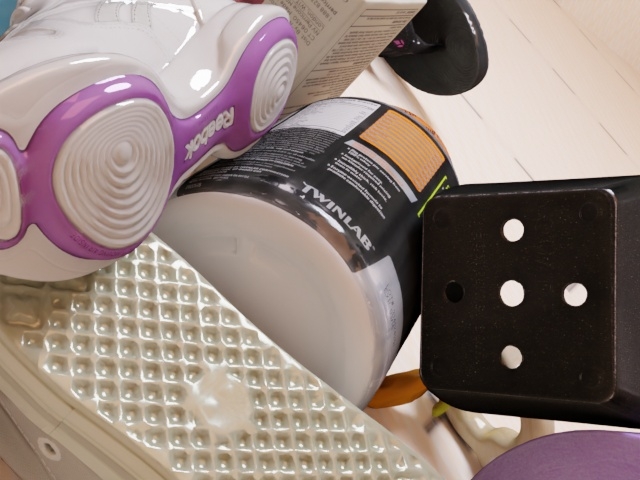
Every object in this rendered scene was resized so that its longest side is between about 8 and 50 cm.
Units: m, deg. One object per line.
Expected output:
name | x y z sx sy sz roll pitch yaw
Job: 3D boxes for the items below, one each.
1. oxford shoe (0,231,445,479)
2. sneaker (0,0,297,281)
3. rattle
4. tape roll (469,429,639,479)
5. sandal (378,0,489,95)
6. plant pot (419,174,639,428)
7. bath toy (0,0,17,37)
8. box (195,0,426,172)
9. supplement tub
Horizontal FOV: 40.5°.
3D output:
oxford shoe | -0.038 0.162 0.483 0.449 0.130 0.169 45 44 4
sneaker | -0.131 -0.074 0.469 0.152 0.114 0.305 20 28 15
rattle | 0.138 0.190 0.752 0.142 0.130 0.200 -25 100 -48
tape roll | 0.190 0.256 0.525 0.090 0.275 0.275 14 43 -43
sandal | 0.066 -0.365 1.280 0.107 0.167 0.446 -26 66 -33
plant pot | 0.163 0.038 0.601 0.167 0.187 0.188 11 81 -56
bath toy | -0.199 -0.195 0.728 0.348 0.151 0.129 -82 160 -58
box | -0.041 -0.182 0.802 0.127 0.232 0.148 50 29 7
supplement tub | 0.000 0.000 0.675 0.193 0.193 0.316 46 29 -1
